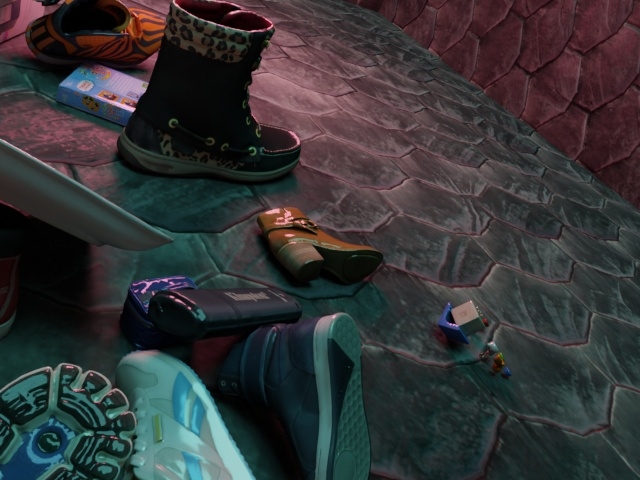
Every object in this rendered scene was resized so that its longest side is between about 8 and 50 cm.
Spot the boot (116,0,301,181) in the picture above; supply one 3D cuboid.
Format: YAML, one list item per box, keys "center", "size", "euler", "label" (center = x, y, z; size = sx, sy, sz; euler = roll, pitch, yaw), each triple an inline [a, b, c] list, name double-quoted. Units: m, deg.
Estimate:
- center: [-0.149, -0.256, 1.064]
  size: [0.378, 0.284, 0.138]
  euler: [-2, 41, -40]
  label: "boot"

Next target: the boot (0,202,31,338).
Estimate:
- center: [-0.408, 0.011, 0.552]
  size: [0.245, 0.176, 0.088]
  euler: [6, 38, -30]
  label: "boot"

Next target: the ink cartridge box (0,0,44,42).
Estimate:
- center: [-0.690, -0.463, 1.118]
  size: [0.207, 0.119, 0.353]
  euler: [23, 29, -9]
  label: "ink cartridge box"

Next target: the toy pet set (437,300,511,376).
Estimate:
- center: [0.246, 0.161, 0.984]
  size: [0.114, 0.065, 0.122]
  euler: [51, 18, -36]
  label: "toy pet set"

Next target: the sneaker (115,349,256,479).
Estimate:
- center: [-0.146, 0.195, 0.567]
  size: [0.092, 0.087, 0.228]
  euler: [-9, 43, -43]
  label: "sneaker"

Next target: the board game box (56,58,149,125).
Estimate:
- center: [-0.374, -0.273, 1.158]
  size: [0.212, 0.039, 0.160]
  euler: [20, 30, -13]
  label: "board game box"

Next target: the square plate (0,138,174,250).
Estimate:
- center: [-0.366, -0.085, 0.634]
  size: [0.347, 0.049, 0.344]
  euler: [33, -10, -34]
  label: "square plate"

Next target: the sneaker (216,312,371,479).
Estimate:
- center: [-0.034, 0.199, 0.659]
  size: [0.086, 0.164, 0.226]
  euler: [19, 65, -55]
  label: "sneaker"

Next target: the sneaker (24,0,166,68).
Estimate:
- center: [-0.408, -0.427, 1.213]
  size: [0.180, 0.124, 0.321]
  euler: [-6, 17, 40]
  label: "sneaker"

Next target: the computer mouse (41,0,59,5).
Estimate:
- center: [-0.589, -0.507, 1.088]
  size: [0.272, 0.072, 0.188]
  euler: [30, 21, -20]
  label: "computer mouse"

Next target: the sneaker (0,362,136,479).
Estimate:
- center: [-0.256, 0.235, 0.385]
  size: [0.130, 0.147, 0.330]
  euler: [40, 50, 6]
  label: "sneaker"

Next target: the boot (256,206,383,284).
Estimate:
- center: [0.000, 0.000, 1.005]
  size: [0.197, 0.072, 0.152]
  euler: [3, 33, -40]
  label: "boot"

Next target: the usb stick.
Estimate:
- center: [-0.101, 0.084, 0.717]
  size: [0.077, 0.045, 0.278]
  euler: [19, 3, 20]
  label: "usb stick"

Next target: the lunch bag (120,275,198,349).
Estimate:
- center: [-0.186, 0.083, 0.728]
  size: [0.099, 0.065, 0.067]
  euler: [-8, 45, -45]
  label: "lunch bag"
